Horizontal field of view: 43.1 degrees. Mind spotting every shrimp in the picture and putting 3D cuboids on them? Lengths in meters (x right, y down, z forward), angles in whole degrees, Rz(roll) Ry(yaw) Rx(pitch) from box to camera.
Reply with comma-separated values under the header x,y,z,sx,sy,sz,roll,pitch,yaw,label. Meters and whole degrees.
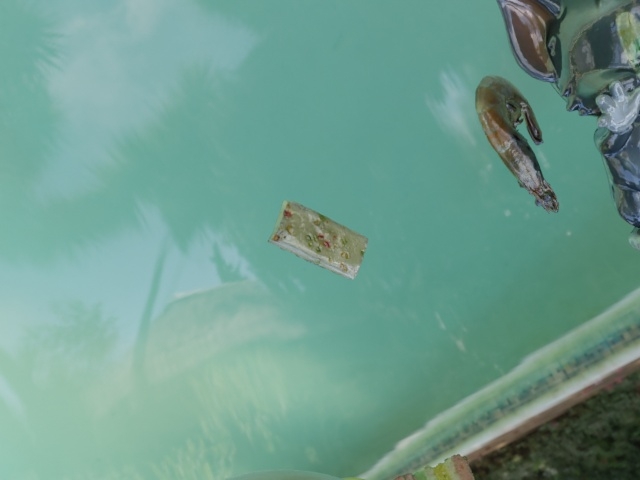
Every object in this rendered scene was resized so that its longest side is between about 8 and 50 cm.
x,y,z,sx,sy,sz,roll,pitch,yaw,label
0.333,-0.160,1.322,0.052,0.251,0.143,-15,-162,47,shrimp

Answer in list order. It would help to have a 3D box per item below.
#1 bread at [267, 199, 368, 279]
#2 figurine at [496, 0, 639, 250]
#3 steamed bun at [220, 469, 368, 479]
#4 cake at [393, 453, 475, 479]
x,y,z,sx,sy,sz,roll,pitch,yaw,label
0.000,0.000,1.160,0.154,0.068,0.028,27,163,-29,bread
0.290,-0.131,0.732,0.193,0.140,0.265,-27,121,-9,figurine
-0.030,0.362,0.623,0.334,0.374,0.333,-11,134,-11,steamed bun
0.181,0.417,1.101,0.109,0.225,0.090,-13,149,-8,cake
